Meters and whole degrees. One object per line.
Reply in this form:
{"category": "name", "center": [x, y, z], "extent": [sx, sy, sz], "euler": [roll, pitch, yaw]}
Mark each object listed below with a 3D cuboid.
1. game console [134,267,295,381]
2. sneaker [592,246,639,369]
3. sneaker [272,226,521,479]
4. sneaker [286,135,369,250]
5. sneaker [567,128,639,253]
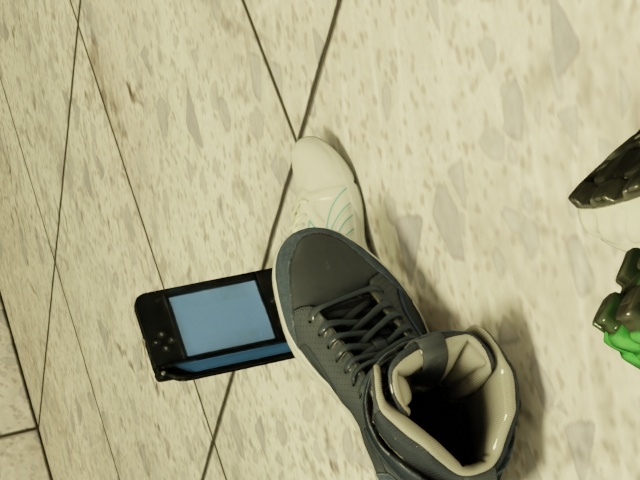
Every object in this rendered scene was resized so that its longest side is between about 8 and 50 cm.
{"category": "game console", "center": [-0.064, 0.060, 1.361], "extent": [0.071, 0.122, 0.107], "euler": [109, 146, -56]}
{"category": "sneaker", "center": [0.195, 0.005, 0.392], "extent": [0.146, 0.134, 0.343], "euler": [51, 150, -17]}
{"category": "sneaker", "center": [0.041, 0.059, 1.073], "extent": [0.226, 0.086, 0.163], "euler": [60, 167, 23]}
{"category": "sneaker", "center": [0.000, 0.000, 1.232], "extent": [0.054, 0.061, 0.152], "euler": [113, 143, -63]}
{"category": "sneaker", "center": [0.194, -0.013, 0.602], "extent": [0.108, 0.100, 0.271], "euler": [51, 160, -11]}
